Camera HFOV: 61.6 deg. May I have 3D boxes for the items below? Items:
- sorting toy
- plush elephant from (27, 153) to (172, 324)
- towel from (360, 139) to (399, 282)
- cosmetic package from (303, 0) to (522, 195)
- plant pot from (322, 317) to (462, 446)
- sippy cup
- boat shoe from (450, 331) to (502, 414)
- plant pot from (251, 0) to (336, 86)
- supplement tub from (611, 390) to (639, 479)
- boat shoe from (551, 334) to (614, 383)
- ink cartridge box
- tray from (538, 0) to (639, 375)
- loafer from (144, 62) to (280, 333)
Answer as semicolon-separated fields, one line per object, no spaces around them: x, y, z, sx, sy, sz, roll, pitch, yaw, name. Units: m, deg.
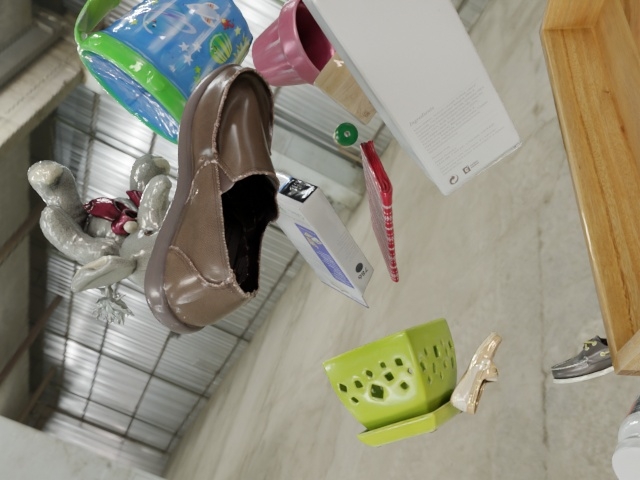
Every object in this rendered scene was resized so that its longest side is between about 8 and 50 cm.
0.078;-0.323;1.062;0.275;0.132;0.046;-55;9;-6;sorting toy
-0.319;-0.009;0.941;0.255;0.271;0.331;-4;90;40;plush elephant
0.137;-0.064;1.198;0.199;0.031;0.275;-103;0;-46;towel
0.127;-0.278;0.817;0.156;0.385;0.217;-35;38;10;cosmetic package
0.178;0.310;1.172;0.228;0.207;0.227;-30;-17;31;plant pot
-0.242;-0.317;0.916;0.224;0.305;0.240;-53;31;-13;sippy cup
0.321;0.263;1.057;0.170;0.059;0.063;-60;-34;-5;boat shoe
-0.058;-0.452;1.268;0.180;0.201;0.202;-8;50;40;plant pot
0.686;0.354;1.005;0.272;0.191;0.191;-38;-6;-31;supplement tub
0.548;0.211;1.026;0.227;0.069;0.081;-26;-8;21;boat shoe
0.000;0.000;1.095;0.165;0.333;0.065;25;68;43;ink cartridge box
0.261;-0.125;0.427;0.203;0.076;0.411;79;-167;-56;tray
-0.095;-0.065;0.654;0.130;0.134;0.366;-8;62;27;loafer
